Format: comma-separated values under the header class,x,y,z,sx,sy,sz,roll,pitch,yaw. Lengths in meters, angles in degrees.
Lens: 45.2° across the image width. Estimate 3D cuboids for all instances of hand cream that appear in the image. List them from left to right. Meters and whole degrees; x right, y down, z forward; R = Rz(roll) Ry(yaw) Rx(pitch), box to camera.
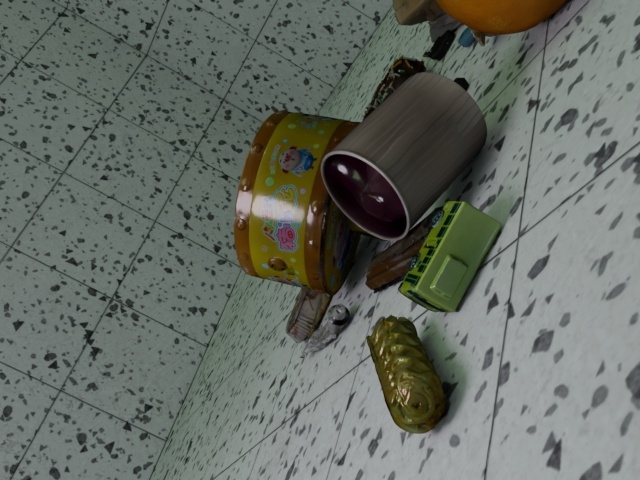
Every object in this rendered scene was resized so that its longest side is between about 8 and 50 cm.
class,x,y,z,sx,sy,sz,roll,pitch,yaw
hand cream,0.014,0.203,1.778,0.084,0.050,0.257,-66,5,-32

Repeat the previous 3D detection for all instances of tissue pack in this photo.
class,x,y,z,sx,sy,sz,roll,pitch,yaw
tissue pack,0.357,-0.712,2.206,0.239,0.238,0.305,-63,11,-10

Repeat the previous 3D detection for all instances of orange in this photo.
class,x,y,z,sx,sy,sz,roll,pitch,yaw
orange,0.353,-0.549,1.461,0.312,0.312,0.312,-57,11,18

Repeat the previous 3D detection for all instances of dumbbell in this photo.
class,x,y,z,sx,sy,sz,roll,pitch,yaw
dumbbell,0.319,-0.358,1.826,0.083,0.040,0.036,154,111,-71

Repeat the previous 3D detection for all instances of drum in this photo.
class,x,y,z,sx,sy,sz,roll,pitch,yaw
drum,-0.027,-0.093,1.827,0.431,0.214,0.432,11,-90,-76

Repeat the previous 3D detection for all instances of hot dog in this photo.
class,x,y,z,sx,sy,sz,roll,pitch,yaw
hot dog,-0.016,0.142,2.003,0.144,0.075,0.268,134,158,-69

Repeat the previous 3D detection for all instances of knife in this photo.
class,x,y,z,sx,sy,sz,roll,pitch,yaw
knife,0.413,-0.536,1.888,0.058,0.032,0.244,-62,15,-19

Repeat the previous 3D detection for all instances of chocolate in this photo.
class,x,y,z,sx,sy,sz,roll,pitch,yaw
chocolate,0.166,0.021,1.497,0.103,0.065,0.329,-67,10,-24

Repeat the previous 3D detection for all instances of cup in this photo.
class,x,y,z,sx,sy,sz,roll,pitch,yaw
cup,0.163,-0.140,1.471,0.273,0.208,0.288,-46,-33,-22

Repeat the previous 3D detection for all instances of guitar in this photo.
class,x,y,z,sx,sy,sz,roll,pitch,yaw
guitar,0.340,-0.568,2.286,0.088,0.025,0.233,-62,11,2

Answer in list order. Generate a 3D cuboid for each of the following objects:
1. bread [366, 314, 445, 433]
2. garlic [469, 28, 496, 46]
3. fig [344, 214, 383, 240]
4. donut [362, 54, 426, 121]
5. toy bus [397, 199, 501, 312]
class,x,y,z,sx,sy,sz,roll,pitch,yaw
bread,0.128,0.199,1.158,0.098,0.087,0.269,-58,11,10
garlic,0.402,-0.538,1.723,0.194,0.127,0.131,-27,27,36
fig,0.127,-0.082,1.704,0.144,0.154,0.166,-110,11,-55
donut,0.214,-0.424,2.273,0.270,0.103,0.270,-60,8,14
toy bus,0.206,0.027,1.232,0.175,0.088,0.101,-61,12,-4
